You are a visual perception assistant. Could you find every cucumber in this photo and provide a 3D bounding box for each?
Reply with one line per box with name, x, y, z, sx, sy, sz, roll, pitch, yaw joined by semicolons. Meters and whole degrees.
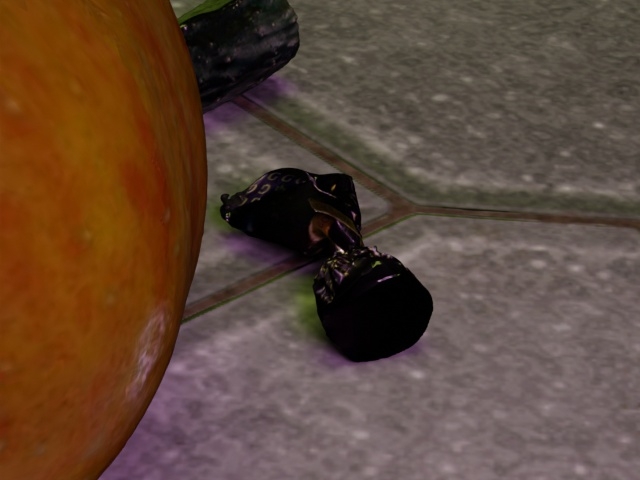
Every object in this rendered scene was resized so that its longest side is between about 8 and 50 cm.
cucumber;-0.104;-0.087;1.078;0.211;0.062;0.078;-38;17;-36

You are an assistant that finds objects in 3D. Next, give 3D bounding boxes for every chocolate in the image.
chocolate;0.003;0.000;0.946;0.072;0.070;0.147;-10;40;-25

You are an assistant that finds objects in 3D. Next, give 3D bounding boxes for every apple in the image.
apple;-0.239;-0.036;0.748;0.400;0.333;0.400;2;35;-2
